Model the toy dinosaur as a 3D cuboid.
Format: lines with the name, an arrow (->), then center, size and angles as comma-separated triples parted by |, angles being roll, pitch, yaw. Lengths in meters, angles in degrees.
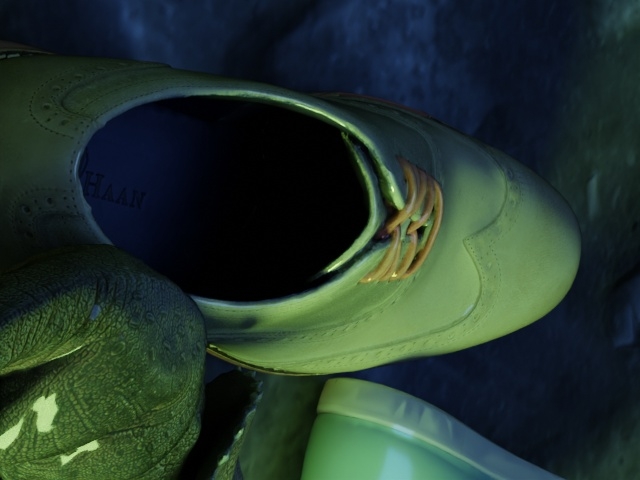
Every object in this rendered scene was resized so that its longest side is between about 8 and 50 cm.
toy dinosaur -> -0.101, 0.055, 0.730 | 0.160, 0.121, 0.313 | -26, 142, -4

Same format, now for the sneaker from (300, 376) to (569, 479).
sneaker -> 0.075, 0.184, 1.002 | 0.256, 0.094, 0.151 | 29, 75, -33

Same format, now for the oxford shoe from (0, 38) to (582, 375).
oxford shoe -> 0.000, 0.000, 0.866 | 0.397, 0.146, 0.140 | 4, 93, -43
